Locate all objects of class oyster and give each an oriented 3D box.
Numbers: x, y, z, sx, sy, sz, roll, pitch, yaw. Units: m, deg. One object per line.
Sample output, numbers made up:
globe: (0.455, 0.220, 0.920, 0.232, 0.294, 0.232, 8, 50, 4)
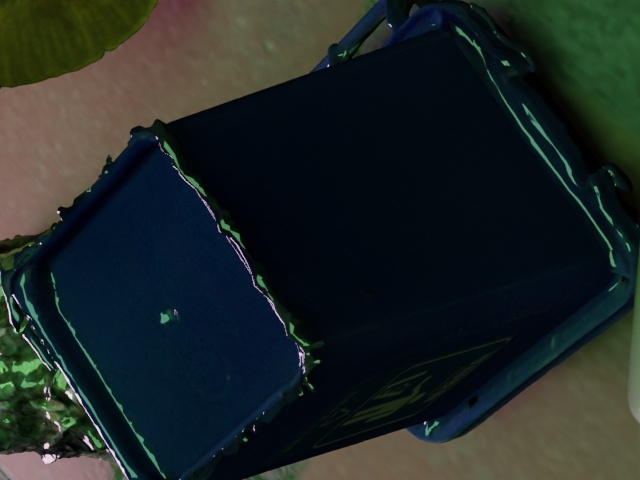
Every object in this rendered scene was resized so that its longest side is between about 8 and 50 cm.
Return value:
oyster: (-0.147, 0.049, 1.009, 0.252, 0.087, 0.199, 14, 109, 22)

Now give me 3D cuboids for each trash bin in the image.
trash bin: (0.000, 0.000, 0.767, 0.162, 0.234, 0.184, -44, 74, 36)

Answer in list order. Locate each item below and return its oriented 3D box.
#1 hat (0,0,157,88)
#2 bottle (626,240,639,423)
hat: (-0.220, -0.167, 0.980, 0.233, 0.244, 0.233, 159, 125, -67)
bottle: (0.173, 0.008, 0.720, 0.104, 0.104, 0.245, 13, 108, 35)
